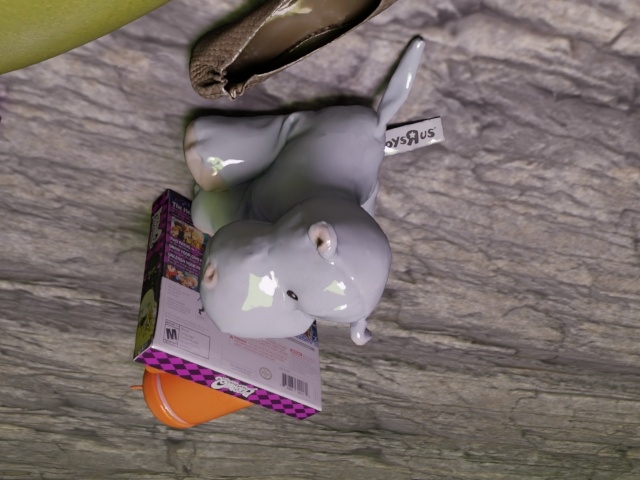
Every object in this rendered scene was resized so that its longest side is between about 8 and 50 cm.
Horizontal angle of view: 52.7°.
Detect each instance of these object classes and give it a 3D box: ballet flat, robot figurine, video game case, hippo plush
[{"bbox_3d":[-0.013,-0.190,0.555,0.249,0.058,0.084,-25,137,21],"label":"ballet flat"},{"bbox_3d":[-0.168,0.197,0.943,0.219,0.128,0.158,-25,-179,21],"label":"robot figurine"},{"bbox_3d":[-0.097,0.075,0.743,0.041,0.210,0.232,-35,133,31],"label":"video game case"},{"bbox_3d":[0.000,0.000,0.643,0.294,0.237,0.234,-15,139,11],"label":"hippo plush"}]

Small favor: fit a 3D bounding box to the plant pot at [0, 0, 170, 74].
[{"bbox_3d":[-0.203,-0.215,0.379,0.274,0.275,0.293,29,145,-34],"label":"plant pot"}]
